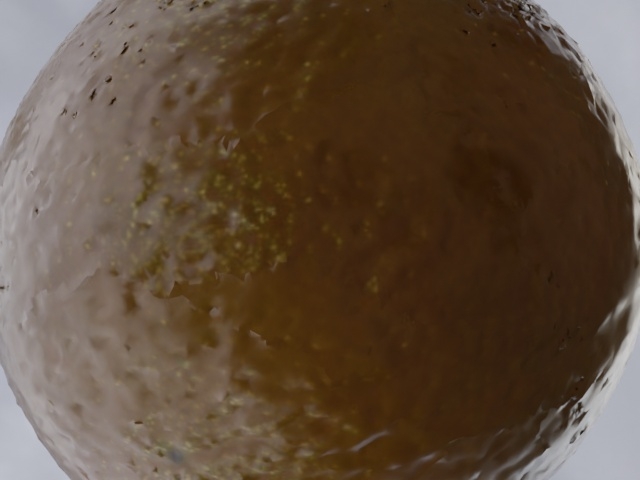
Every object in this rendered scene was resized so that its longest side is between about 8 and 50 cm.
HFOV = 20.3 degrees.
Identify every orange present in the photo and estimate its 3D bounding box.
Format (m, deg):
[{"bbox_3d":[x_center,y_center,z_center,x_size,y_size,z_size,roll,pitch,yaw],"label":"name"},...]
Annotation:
[{"bbox_3d":[0.000,0.000,0.721,0.274,0.274,0.274,11,-104,-49],"label":"orange"}]
